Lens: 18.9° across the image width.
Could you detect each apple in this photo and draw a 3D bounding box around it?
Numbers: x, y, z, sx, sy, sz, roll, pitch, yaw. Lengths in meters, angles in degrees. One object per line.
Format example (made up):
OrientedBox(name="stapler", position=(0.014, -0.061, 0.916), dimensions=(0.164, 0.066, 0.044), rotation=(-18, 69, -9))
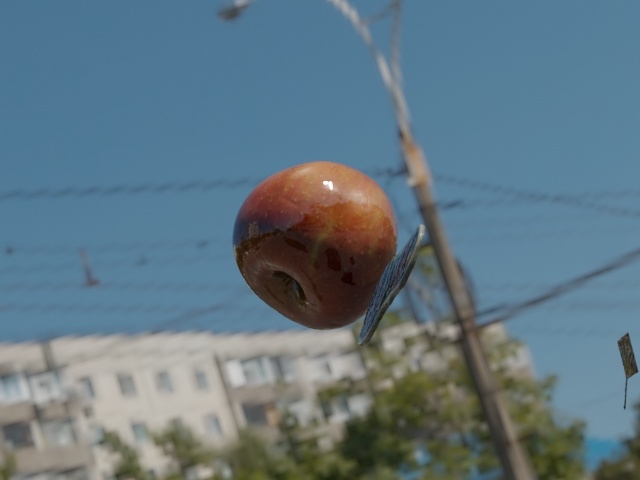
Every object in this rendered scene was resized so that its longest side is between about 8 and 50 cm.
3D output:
OrientedBox(name="apple", position=(0.000, 0.000, 2.248), dimensions=(0.162, 0.201, 0.201), rotation=(-53, 3, -29))

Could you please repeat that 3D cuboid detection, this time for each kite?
OrientedBox(name="kite", position=(0.261, 0.108, 1.652), dimensions=(0.002, 0.044, 0.078), rotation=(-10, -34, -10))

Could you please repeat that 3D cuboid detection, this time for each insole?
OrientedBox(name="insole", position=(0.054, 0.036, 1.503), dimensions=(0.006, 0.065, 0.193), rotation=(19, -22, -3))
